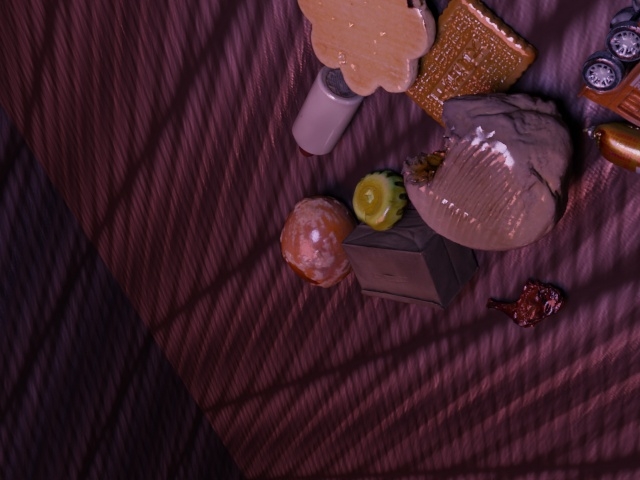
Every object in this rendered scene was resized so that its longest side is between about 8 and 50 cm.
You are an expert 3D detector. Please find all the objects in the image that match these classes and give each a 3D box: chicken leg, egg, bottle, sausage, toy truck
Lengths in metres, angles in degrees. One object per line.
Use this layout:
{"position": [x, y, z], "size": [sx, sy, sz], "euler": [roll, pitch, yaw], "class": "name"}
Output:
{"position": [0.422, 0.134, 1.503], "size": [0.205, 0.053, 0.093], "euler": [-39, 71, 52], "class": "chicken leg"}
{"position": [0.000, 0.000, 1.717], "size": [0.195, 0.195, 0.233], "euler": [25, 144, 31], "class": "egg"}
{"position": [0.007, -0.254, 1.504], "size": [0.104, 0.104, 0.245], "euler": [44, 148, 5], "class": "bottle"}
{"position": [0.558, -0.099, 1.055], "size": [0.371, 0.082, 0.082], "euler": [26, 143, 31], "class": "sausage"}
{"position": [0.472, -0.275, 0.908], "size": [0.162, 0.136, 0.305], "euler": [35, 150, 5], "class": "toy truck"}

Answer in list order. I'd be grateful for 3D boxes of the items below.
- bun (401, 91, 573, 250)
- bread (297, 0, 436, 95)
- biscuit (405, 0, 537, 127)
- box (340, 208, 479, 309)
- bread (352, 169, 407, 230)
{"position": [0.299, -0.123, 1.212], "size": [0.281, 0.205, 0.282], "euler": [30, 142, 26], "class": "bun"}
{"position": [0.079, -0.401, 1.280], "size": [0.316, 0.054, 0.316], "euler": [33, 142, 30], "class": "bread"}
{"position": [0.240, -0.292, 1.254], "size": [0.172, 0.029, 0.254], "euler": [42, 149, 3], "class": "biscuit"}
{"position": [0.189, 0.034, 1.564], "size": [0.231, 0.155, 0.149], "euler": [8, 131, 47], "class": "box"}
{"position": [0.128, -0.084, 1.546], "size": [0.071, 0.130, 0.139], "euler": [16, 176, -38], "class": "bread"}
